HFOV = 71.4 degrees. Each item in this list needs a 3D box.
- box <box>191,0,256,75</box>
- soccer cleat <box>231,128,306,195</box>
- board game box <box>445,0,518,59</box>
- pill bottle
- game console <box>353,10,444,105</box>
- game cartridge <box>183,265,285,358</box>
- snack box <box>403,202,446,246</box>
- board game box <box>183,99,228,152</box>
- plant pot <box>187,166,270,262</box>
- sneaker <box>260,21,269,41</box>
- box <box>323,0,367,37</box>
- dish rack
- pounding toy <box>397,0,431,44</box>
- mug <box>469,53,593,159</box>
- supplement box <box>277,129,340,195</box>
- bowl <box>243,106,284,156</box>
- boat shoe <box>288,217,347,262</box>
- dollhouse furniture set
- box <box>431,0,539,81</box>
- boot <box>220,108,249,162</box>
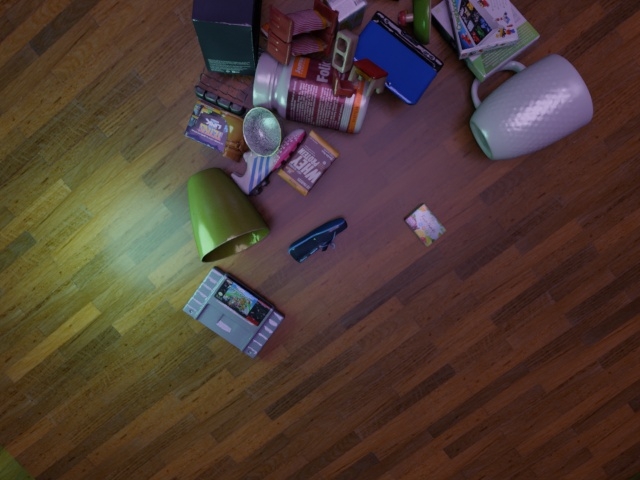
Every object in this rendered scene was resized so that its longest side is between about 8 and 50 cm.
[{"bbox_3d":[-0.289,-0.773,1.444,0.178,0.312,0.344,4,83,-6],"label":"box"},{"bbox_3d":[-0.200,-0.317,1.667,0.143,0.116,0.331,43,97,-6],"label":"soccer cleat"},{"bbox_3d":[0.543,-0.797,1.530,0.192,0.053,0.306,-11,83,9],"label":"board game box"},{"bbox_3d":[-0.027,-0.526,1.577,0.391,0.224,0.224,12,100,-3],"label":"pill bottle"},{"bbox_3d":[0.266,-0.643,1.570,0.293,0.250,0.173,37,116,-6],"label":"game console"},{"bbox_3d":[-0.347,0.290,1.802,0.354,0.068,0.230,36,102,-6],"label":"game cartridge"},{"bbox_3d":[0.411,-0.061,1.752,0.100,0.037,0.141,-41,97,5],"label":"snack box"},{"bbox_3d":[-0.408,-0.427,1.682,0.170,0.048,0.141,24,98,-4],"label":"board game box"},{"bbox_3d":[-0.373,-0.109,1.651,0.274,0.275,0.294,-27,82,4],"label":"plant pot"},{"bbox_3d":[-0.143,-0.724,1.626,0.067,0.064,0.175,-43,100,-3],"label":"sneaker"},{"bbox_3d":[0.080,-0.798,1.540,0.114,0.203,0.103,-31,98,5],"label":"box"},{"bbox_3d":[-0.330,-0.620,1.640,0.208,0.074,0.272,23,97,-5],"label":"dish rack"},{"bbox_3d":[0.322,-0.799,1.542,0.109,0.183,0.237,-1,84,10],"label":"pounding toy"},{"bbox_3d":[0.697,-0.482,1.587,0.327,0.276,0.375,-30,68,12],"label":"mug"},{"bbox_3d":[-0.041,-0.282,1.635,0.129,0.191,0.194,39,98,-6],"label":"supplement box"},{"bbox_3d":[-0.187,-0.391,1.585,0.170,0.080,0.170,13,117,28],"label":"bowl"},{"bbox_3d":[0.000,0.000,1.743,0.258,0.109,0.089,-27,106,21],"label":"boat shoe"},{"bbox_3d":[0.023,-0.601,1.400,0.201,0.152,0.374,-30,62,-32],"label":"dollhouse furniture set"},{"bbox_3d":[0.572,-0.757,1.578,0.232,0.058,0.322,-35,79,6],"label":"box"},{"bbox_3d":[-0.322,-0.378,1.627,0.073,0.197,0.153,36,95,36],"label":"boot"}]
